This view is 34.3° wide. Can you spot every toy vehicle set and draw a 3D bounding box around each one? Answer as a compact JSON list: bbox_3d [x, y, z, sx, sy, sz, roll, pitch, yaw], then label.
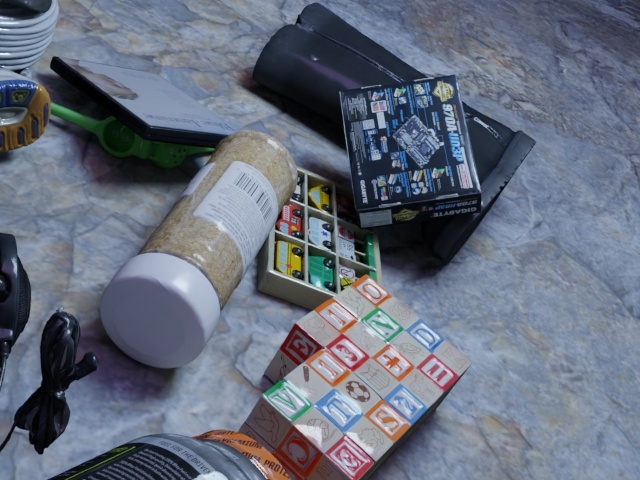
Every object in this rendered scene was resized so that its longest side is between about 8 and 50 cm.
[{"bbox_3d":[0.000,0.000,1.411,0.165,0.035,0.267,21,34,-16],"label":"toy vehicle set"}]

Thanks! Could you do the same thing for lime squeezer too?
[{"bbox_3d":[-0.244,-0.147,1.392,0.310,0.059,0.110,11,38,-28],"label":"lime squeezer"}]

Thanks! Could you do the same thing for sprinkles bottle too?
[{"bbox_3d":[-0.129,-0.002,1.213,0.121,0.121,0.355,30,35,-2],"label":"sprinkles bottle"}]

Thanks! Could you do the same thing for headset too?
[{"bbox_3d":[-0.353,0.046,0.920,0.394,0.185,0.243,35,31,28],"label":"headset"}]

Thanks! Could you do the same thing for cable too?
[{"bbox_3d":[-0.486,-0.329,1.407,0.257,0.089,0.257,20,34,-17],"label":"cable"}]

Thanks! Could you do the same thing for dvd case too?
[{"bbox_3d":[-0.231,-0.186,1.409,0.180,0.022,0.253,2,26,-47],"label":"dvd case"}]

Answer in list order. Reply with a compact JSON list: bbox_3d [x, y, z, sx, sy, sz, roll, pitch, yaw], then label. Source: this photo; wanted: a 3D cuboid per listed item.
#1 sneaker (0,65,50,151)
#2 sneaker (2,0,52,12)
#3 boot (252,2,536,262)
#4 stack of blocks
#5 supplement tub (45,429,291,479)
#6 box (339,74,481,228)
[{"bbox_3d":[-0.470,-0.156,1.199,0.296,0.112,0.131,-5,29,-45],"label":"sneaker"},{"bbox_3d":[-0.382,-0.421,1.418,0.109,0.130,0.286,14,33,-23],"label":"sneaker"},{"bbox_3d":[0.087,-0.184,1.630,0.445,0.146,0.367,35,33,6],"label":"boot"},{"bbox_3d":[0.027,0.167,1.159,0.171,0.087,0.297,40,33,13],"label":"stack of blocks"},{"bbox_3d":[-0.163,0.265,0.773,0.193,0.194,0.316,45,36,20],"label":"supplement tub"},{"bbox_3d":[0.125,-0.130,1.476,0.175,0.051,0.220,-8,57,2],"label":"box"}]
